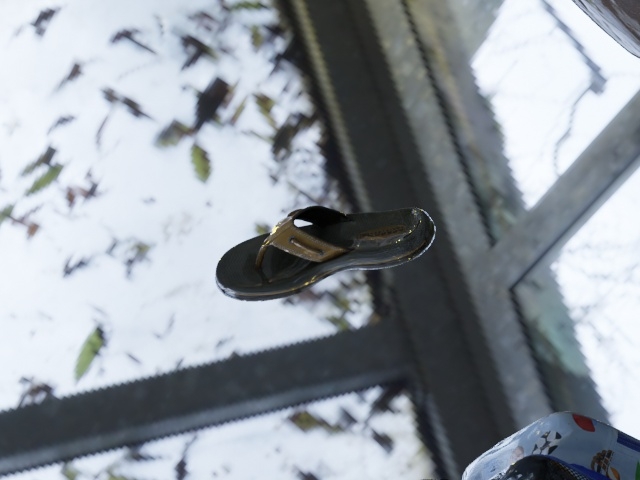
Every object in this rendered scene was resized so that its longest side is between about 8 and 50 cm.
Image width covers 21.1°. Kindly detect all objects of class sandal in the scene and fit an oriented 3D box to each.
[{"bbox_3d":[0.000,0.000,1.664,0.219,0.060,0.090,-11,-141,12],"label":"sandal"}]

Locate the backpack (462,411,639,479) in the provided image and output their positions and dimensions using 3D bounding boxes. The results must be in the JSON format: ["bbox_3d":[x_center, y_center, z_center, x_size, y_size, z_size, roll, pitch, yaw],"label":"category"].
[{"bbox_3d":[0.204,0.272,1.305,0.263,0.276,0.213,32,-118,-8],"label":"backpack"}]

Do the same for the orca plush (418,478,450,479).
[{"bbox_3d":[0.058,0.331,1.446,0.151,0.102,0.287,14,-112,20],"label":"orca plush"}]

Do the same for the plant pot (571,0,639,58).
[{"bbox_3d":[0.200,-0.227,1.051,0.230,0.215,0.215,57,-150,-41],"label":"plant pot"}]
